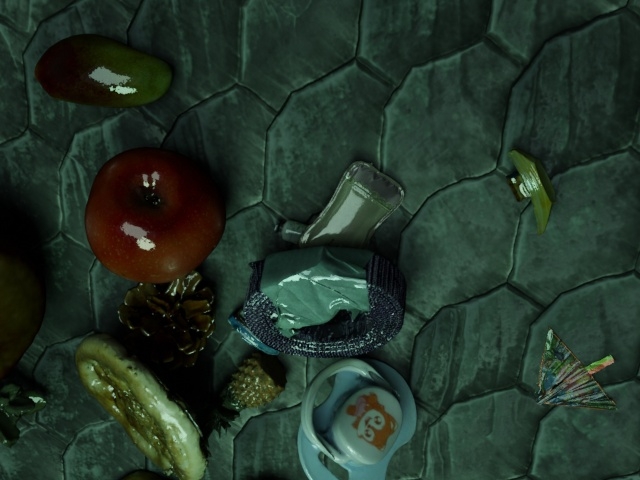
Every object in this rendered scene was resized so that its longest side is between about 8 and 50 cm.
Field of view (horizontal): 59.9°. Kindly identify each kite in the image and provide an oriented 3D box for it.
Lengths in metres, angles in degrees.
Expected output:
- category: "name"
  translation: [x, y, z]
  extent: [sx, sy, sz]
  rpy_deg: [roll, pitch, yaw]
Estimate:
- category: "kite"
  translation: [0.521, 0.284, 1.155]
  extent: [0.183, 0.014, 0.241]
  rpy_deg: [-35, 98, 16]

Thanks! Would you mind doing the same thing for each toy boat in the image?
- category: "toy boat"
  translation: [0.392, -0.093, 1.033]
  extent: [0.066, 0.065, 0.172]
  rpy_deg: [-19, 104, 37]
- category: "toy boat"
  translation: [-0.142, 0.202, 1.213]
  extent: [0.137, 0.060, 0.061]
  rpy_deg: [35, 134, -4]

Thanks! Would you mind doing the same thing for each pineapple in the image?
- category: "pineapple"
  translation: [-0.205, 0.356, 1.239]
  extent: [0.277, 0.119, 0.130]
  rpy_deg: [-41, 68, 15]

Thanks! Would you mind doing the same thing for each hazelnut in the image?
- category: "hazelnut"
  translation: [-0.768, 0.130, 1.130]
  extent: [0.402, 0.402, 0.429]
  rpy_deg: [18, 86, 3]

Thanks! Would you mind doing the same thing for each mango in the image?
- category: "mango"
  translation: [-0.419, -0.324, 1.064]
  extent: [0.267, 0.111, 0.133]
  rpy_deg: [5, 96, 2]

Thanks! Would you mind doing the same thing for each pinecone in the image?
- category: "pinecone"
  translation: [-0.319, 0.161, 1.155]
  extent: [0.202, 0.201, 0.229]
  rpy_deg: [20, 90, -7]

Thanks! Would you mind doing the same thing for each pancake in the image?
- category: "pancake"
  translation: [-0.370, 0.361, 1.161]
  extent: [0.382, 0.071, 0.382]
  rpy_deg: [27, 137, 28]

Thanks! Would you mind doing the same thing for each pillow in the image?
- category: "pillow"
  translation: [0.058, -0.040, 1.095]
  extent: [0.130, 0.038, 0.233]
  rpy_deg: [34, 98, -13]

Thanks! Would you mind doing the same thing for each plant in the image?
- category: "plant"
  translation: [-0.813, 0.386, 1.289]
  extent: [0.312, 0.215, 0.213]
  rpy_deg: [-12, 109, 18]

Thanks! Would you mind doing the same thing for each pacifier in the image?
- category: "pacifier"
  translation: [0.054, 0.391, 1.175]
  extent: [0.244, 0.299, 0.233]
  rpy_deg: [41, 147, 4]

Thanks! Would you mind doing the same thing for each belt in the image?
- category: "belt"
  translation: [0.007, 0.126, 1.086]
  extent: [0.324, 0.122, 0.260]
  rpy_deg: [-10, 133, 21]

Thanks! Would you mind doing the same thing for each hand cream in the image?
- category: "hand cream"
  translation: [0.000, 0.000, 1.134]
  extent: [0.194, 0.042, 0.067]
  rpy_deg: [17, 101, -2]

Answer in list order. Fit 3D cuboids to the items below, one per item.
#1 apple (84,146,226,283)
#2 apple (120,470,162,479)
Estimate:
- category: "apple"
  translation: [-0.310, -0.048, 1.054]
  extent: [0.260, 0.216, 0.260]
  rpy_deg: [4, 67, -8]
- category: "apple"
  translation: [-0.445, 0.759, 1.366]
  extent: [0.254, 0.179, 0.346]
  rpy_deg: [12, 101, 47]
